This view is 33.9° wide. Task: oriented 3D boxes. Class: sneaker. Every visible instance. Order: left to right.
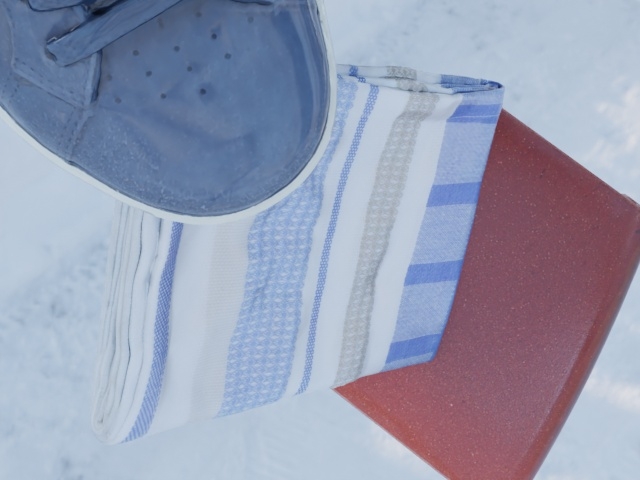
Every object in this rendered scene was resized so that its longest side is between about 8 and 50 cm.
[{"bbox_3d":[-0.100,-0.143,0.285,0.131,0.350,0.148,-36,19,-4],"label":"sneaker"}]

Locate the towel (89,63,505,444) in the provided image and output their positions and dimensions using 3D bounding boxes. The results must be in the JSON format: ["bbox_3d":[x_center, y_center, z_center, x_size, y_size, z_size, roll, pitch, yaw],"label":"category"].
[{"bbox_3d":[0.000,0.000,0.602,0.034,0.209,0.285,25,20,39],"label":"towel"}]

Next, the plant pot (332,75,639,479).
[{"bbox_3d":[0.118,0.017,0.853,0.267,0.235,0.267,38,11,6],"label":"plant pot"}]
